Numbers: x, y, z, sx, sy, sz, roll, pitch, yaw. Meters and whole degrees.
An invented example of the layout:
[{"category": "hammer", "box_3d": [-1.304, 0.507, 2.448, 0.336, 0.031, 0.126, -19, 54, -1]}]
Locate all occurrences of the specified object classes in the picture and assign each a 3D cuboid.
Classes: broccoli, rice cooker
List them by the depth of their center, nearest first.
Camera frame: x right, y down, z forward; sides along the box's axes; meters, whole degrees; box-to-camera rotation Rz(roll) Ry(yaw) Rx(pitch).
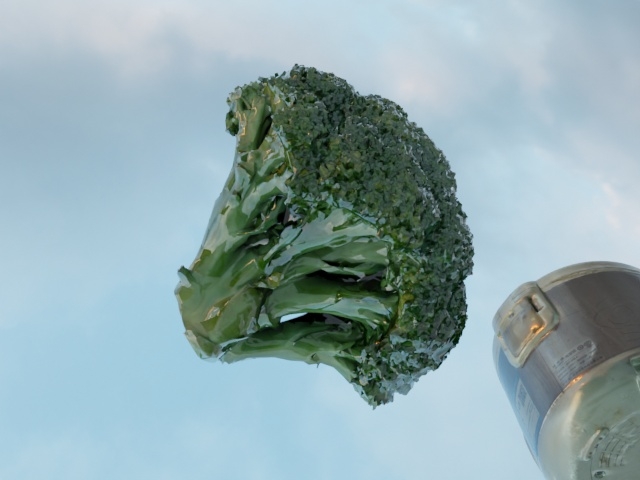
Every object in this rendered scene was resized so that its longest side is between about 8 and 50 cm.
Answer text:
[{"category": "broccoli", "box_3d": [0.000, 0.000, 0.448, 0.241, 0.269, 0.261, -32, -115, 1]}, {"category": "rice cooker", "box_3d": [0.381, 0.186, 0.730, 0.288, 0.288, 0.277, 23, -157, -12]}]
